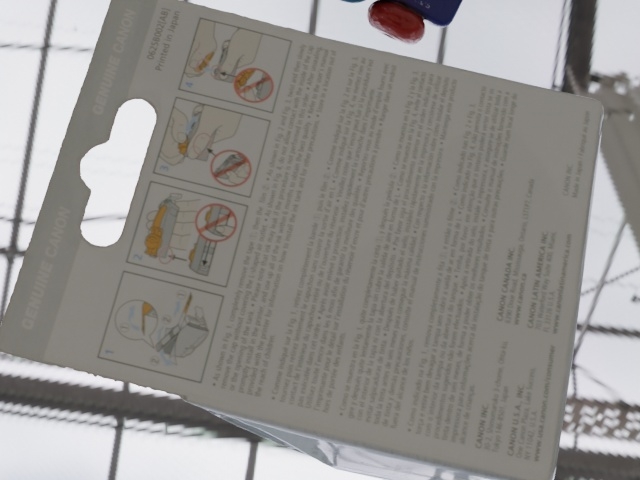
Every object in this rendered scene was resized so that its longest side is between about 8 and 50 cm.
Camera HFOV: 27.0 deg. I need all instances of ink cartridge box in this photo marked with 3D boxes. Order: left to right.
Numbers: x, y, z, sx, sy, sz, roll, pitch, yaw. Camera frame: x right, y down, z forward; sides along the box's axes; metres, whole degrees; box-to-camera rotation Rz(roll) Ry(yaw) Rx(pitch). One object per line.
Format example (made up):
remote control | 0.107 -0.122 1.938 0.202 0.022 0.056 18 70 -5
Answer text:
ink cartridge box | 0.000 0.000 0.592 0.232 0.066 0.189 12 -115 3

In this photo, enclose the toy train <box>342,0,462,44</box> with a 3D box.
toy train | -0.023 -0.231 0.913 0.248 0.143 0.105 25 -87 -23
